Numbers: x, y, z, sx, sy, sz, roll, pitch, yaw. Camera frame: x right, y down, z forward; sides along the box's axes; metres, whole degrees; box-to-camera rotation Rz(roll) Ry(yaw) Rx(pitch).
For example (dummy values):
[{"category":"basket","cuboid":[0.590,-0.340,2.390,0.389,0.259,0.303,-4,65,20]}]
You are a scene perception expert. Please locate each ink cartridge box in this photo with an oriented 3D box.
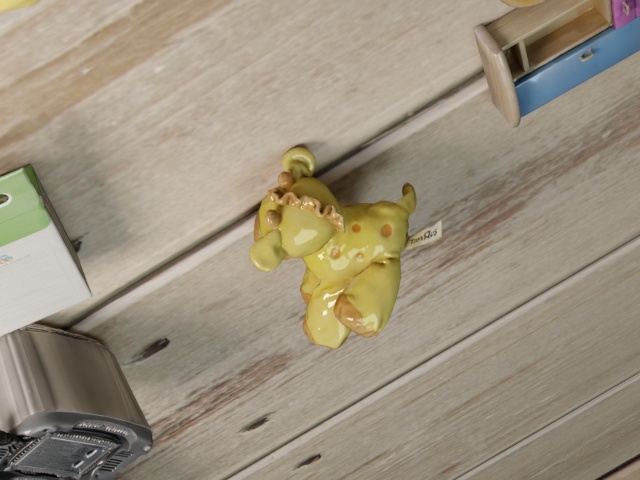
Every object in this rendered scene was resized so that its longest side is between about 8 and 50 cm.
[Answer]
[{"category":"ink cartridge box","cuboid":[-0.298,-0.001,0.939,0.109,0.062,0.209,-23,146,-9]}]

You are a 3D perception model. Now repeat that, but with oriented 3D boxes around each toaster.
[{"category":"toaster","cuboid":[-0.300,0.183,1.110,0.129,0.146,0.227,-41,146,17]}]

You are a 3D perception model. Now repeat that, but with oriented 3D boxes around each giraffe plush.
[{"category":"giraffe plush","cuboid":[0.000,0.000,1.095,0.170,0.181,0.210,23,135,-26]}]

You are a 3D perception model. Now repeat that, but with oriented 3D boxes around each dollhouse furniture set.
[{"category":"dollhouse furniture set","cuboid":[0.310,-0.148,0.971,0.198,0.303,0.286,-31,147,2]}]

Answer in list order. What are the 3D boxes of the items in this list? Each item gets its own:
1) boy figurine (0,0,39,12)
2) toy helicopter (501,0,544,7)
[{"category":"boy figurine","cuboid":[-0.207,-0.227,0.623,0.092,0.177,0.285,-28,179,-16]},{"category":"toy helicopter","cuboid":[0.179,-0.323,0.794,0.235,0.140,0.355,-16,146,-13]}]
